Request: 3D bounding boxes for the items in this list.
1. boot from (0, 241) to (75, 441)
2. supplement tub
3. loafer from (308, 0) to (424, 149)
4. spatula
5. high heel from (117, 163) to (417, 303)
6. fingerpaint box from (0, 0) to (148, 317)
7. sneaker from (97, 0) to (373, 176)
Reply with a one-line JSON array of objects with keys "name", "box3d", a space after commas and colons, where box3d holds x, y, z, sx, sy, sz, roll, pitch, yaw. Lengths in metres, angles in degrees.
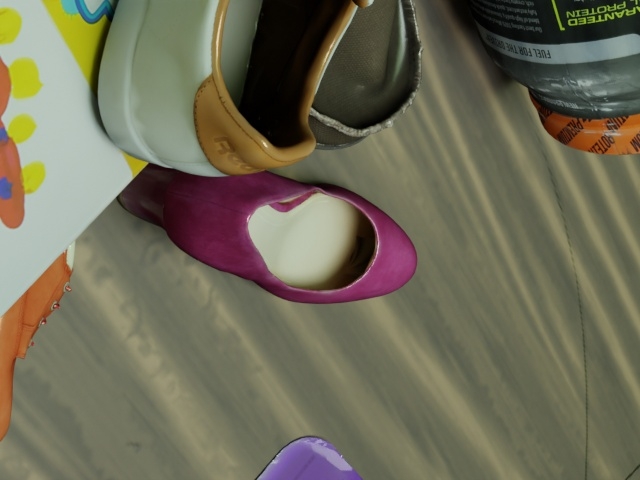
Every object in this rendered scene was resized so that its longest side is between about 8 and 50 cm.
[{"name": "boot", "box3d": [-0.170, 0.043, 0.886, 0.084, 0.059, 0.158, -6, 106, -45]}, {"name": "supplement tub", "box3d": [0.171, -0.235, 0.999, 0.207, 0.207, 0.338, -40, 126, -26]}, {"name": "loafer", "box3d": [-0.008, -0.201, 0.892, 0.134, 0.130, 0.366, -42, 130, -30]}, {"name": "spatula", "box3d": [0.040, 0.251, 1.152, 0.084, 0.030, 0.296, -50, 130, -21]}, {"name": "high heel", "box3d": [0.000, 0.000, 0.980, 0.244, 0.117, 0.082, 25, 86, -43]}, {"name": "fingerpaint box", "box3d": [-0.267, -0.151, 0.662, 0.371, 0.163, 0.445, -49, 131, -22]}, {"name": "sneaker", "box3d": [-0.010, -0.168, 0.708, 0.106, 0.123, 0.290, 4, 97, -44]}]
